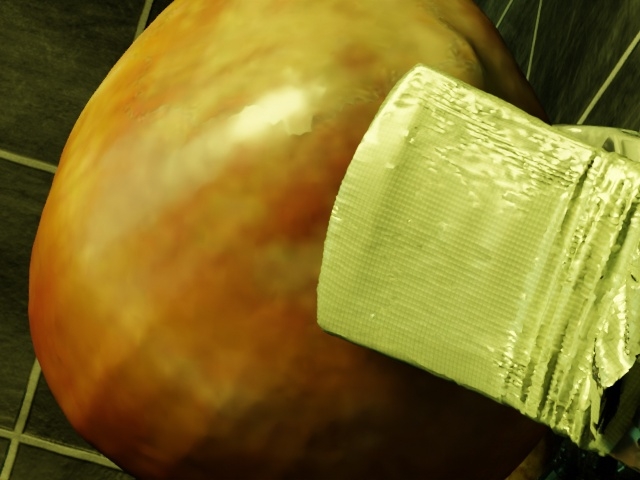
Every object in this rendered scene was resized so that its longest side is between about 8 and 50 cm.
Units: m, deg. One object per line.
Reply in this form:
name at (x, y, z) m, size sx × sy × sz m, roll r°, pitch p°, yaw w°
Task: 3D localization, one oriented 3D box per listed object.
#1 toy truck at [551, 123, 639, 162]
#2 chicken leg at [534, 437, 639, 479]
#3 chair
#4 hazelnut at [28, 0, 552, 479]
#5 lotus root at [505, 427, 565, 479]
toy truck at (0.206, 0.012, 1.370) m, size 0.387 × 0.207 × 0.173 m, roll -174°, pitch 90°, yaw -77°
chicken leg at (0.213, 0.169, 1.490) m, size 0.106 × 0.051 × 0.253 m, roll -57°, pitch 2°, yaw -29°
chair at (0.177, 0.039, 0.943) m, size 0.319 × 0.186 × 0.160 m, roll 26°, pitch 103°, yaw 40°
hazelnut at (-0.005, 0.005, 1.156) m, size 0.366 × 0.366 × 0.365 m, roll -164°, pitch 90°, yaw -84°
lotus root at (0.156, 0.199, 1.692) m, size 0.145 × 0.128 × 0.260 m, roll 67°, pitch -140°, yaw -84°
